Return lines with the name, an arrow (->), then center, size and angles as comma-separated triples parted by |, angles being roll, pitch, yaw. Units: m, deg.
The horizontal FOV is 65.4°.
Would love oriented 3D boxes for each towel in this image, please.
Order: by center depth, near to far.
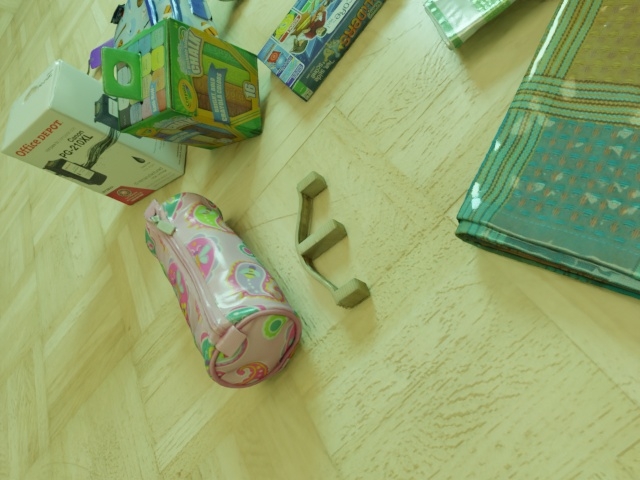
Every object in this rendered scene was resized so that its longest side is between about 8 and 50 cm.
towel -> 0.289, -0.131, 0.388 | 0.271, 0.040, 0.370 | 23, 87, 44
towel -> 0.191, -0.278, 0.540 | 0.152, 0.023, 0.113 | -32, 42, 24

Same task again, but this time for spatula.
spatula -> -0.640, -0.438, 1.342 | 0.296, 0.030, 0.084 | -34, 54, 25

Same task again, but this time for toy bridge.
toy bridge -> 0.000, 0.000, 0.591 | 0.063, 0.026, 0.188 | -39, 50, 24

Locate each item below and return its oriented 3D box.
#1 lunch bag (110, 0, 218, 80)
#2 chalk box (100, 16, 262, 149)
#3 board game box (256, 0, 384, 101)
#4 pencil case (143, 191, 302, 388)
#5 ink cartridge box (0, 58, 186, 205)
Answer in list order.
lunch bag -> -0.292, -0.379, 0.920 | 0.243, 0.115, 0.303 | -45, 54, 36
chalk box -> -0.207, -0.222, 0.722 | 0.132, 0.213, 0.132 | -6, 86, 38
board game box -> 0.002, -0.316, 0.723 | 0.201, 0.035, 0.136 | -49, 47, 14
pencil case -> -0.135, 0.047, 0.624 | 0.124, 0.124, 0.284 | -52, 47, 11
ink cartridge box -> -0.377, -0.169, 0.848 | 0.172, 0.237, 0.100 | -21, 59, 34
